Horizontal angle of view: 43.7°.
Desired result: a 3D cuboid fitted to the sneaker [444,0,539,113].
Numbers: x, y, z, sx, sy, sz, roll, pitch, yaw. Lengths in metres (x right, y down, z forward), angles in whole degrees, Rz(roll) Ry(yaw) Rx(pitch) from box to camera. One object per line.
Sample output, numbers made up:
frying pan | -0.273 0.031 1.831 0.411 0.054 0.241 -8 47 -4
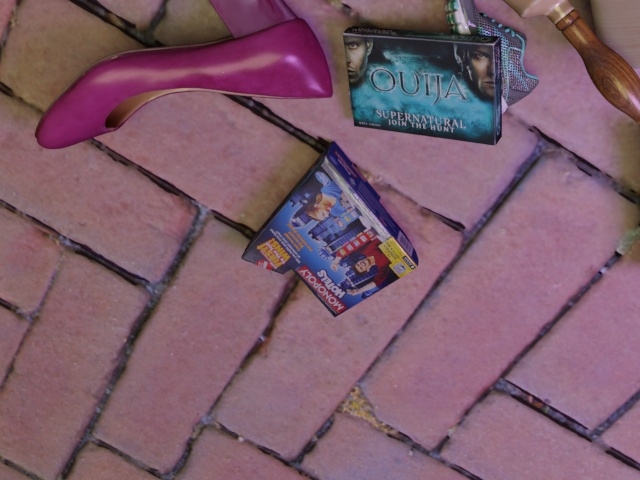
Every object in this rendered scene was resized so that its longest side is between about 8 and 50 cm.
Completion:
sneaker | 0.199 -0.230 0.924 0.076 0.065 0.166 -27 113 6

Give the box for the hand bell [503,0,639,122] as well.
hand bell | 0.262 -0.221 0.830 0.126 0.126 0.242 -38 87 26

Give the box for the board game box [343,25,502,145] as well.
board game box | 0.119 -0.182 0.933 0.186 0.026 0.126 12 130 28

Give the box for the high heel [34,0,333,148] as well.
high heel | -0.176 -0.166 0.983 0.377 0.127 0.181 -29 98 20

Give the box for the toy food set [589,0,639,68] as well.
toy food set | 0.385 -0.283 0.756 0.306 0.092 0.219 13 128 50

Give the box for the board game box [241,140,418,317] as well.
board game box | 0.000 0.000 1.078 0.194 0.060 0.194 -33 107 26
